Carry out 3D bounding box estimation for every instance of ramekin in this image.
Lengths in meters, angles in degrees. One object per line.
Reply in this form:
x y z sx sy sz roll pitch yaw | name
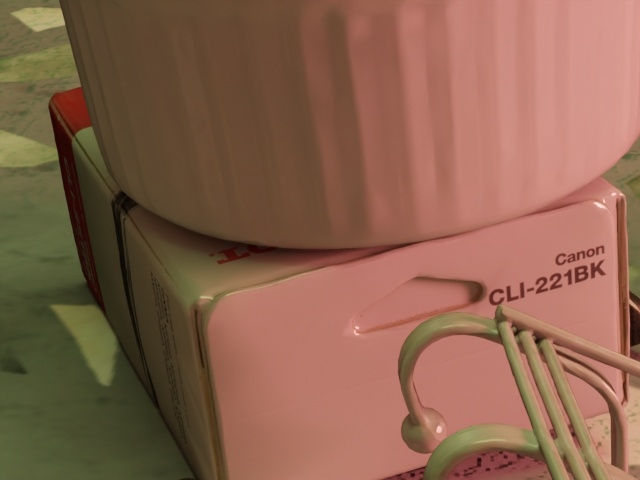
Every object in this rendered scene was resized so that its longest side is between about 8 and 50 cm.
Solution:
0.018 -0.106 0.820 0.277 0.135 0.277 -6 26 3 | ramekin

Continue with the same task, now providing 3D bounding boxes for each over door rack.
0.187 0.131 0.630 0.324 0.108 0.239 12 17 -6 | over door rack

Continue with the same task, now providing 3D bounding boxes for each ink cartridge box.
0.000 0.000 0.895 0.197 0.114 0.273 -14 26 -14 | ink cartridge box

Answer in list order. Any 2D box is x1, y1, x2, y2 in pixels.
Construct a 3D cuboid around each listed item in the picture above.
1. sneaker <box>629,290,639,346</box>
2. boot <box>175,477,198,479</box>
0.130 0.024 0.961 0.044 0.040 0.109 -17 29 -39 | sneaker
-0.114 0.153 0.495 0.280 0.096 0.264 -21 19 -24 | boot
